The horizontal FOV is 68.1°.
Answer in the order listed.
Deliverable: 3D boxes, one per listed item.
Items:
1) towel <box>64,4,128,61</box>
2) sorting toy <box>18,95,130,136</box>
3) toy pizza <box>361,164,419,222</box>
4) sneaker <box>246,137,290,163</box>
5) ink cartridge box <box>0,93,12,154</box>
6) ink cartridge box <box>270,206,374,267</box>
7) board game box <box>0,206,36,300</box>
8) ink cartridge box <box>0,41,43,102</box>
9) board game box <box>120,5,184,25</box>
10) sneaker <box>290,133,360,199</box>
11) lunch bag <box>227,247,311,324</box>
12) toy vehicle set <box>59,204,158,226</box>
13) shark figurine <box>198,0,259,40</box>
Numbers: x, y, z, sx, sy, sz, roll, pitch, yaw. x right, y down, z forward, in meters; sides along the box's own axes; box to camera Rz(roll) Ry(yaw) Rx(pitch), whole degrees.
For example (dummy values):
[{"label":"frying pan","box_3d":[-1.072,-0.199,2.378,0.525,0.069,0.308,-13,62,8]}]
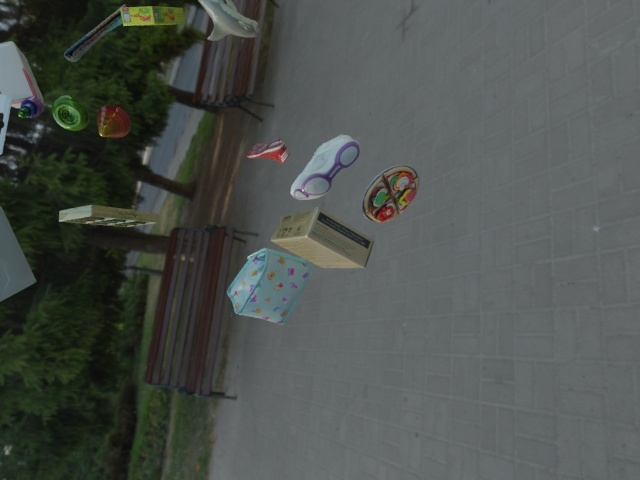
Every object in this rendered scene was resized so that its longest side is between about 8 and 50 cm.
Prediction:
[{"label":"towel","box_3d":[-0.802,-0.733,1.696,0.271,0.040,0.370,-43,32,-6]},{"label":"sorting toy","box_3d":[-0.868,-0.420,1.652,0.126,0.365,0.127,-92,15,-56]},{"label":"toy pizza","box_3d":[0.212,-0.130,1.387,0.032,0.201,0.201,53,128,41]},{"label":"sneaker","box_3d":[-0.252,-0.418,2.349,0.221,0.128,0.087,-7,50,32]},{"label":"ink cartridge box","box_3d":[-1.037,-0.371,1.451,0.056,0.224,0.181,-22,-54,-81]},{"label":"ink cartridge box","box_3d":[0.000,0.000,1.299,0.234,0.193,0.088,-6,59,60]},{"label":"board game box","box_3d":[-0.765,-0.035,1.007,0.303,0.097,0.224,30,136,24]},{"label":"ink cartridge box","box_3d":[-1.204,-0.640,1.866,0.283,0.117,0.207,23,131,64]},{"label":"board game box","box_3d":[-0.459,-0.620,1.310,0.181,0.092,0.043,-67,-23,-63]},{"label":"sneaker","box_3d":[0.011,-0.269,1.745,0.305,0.114,0.152,-40,38,8]},{"label":"lunch bag","box_3d":[-0.179,0.153,1.737,0.262,0.223,0.160,-58,39,15]},{"label":"toy vehicle set","box_3d":[-0.717,-0.081,1.622,0.166,0.267,0.035,-6,84,30]},{"label":"shark figurine","box_3d":[-0.291,-0.610,1.280,0.116,0.278,0.166,-43,35,24]}]
